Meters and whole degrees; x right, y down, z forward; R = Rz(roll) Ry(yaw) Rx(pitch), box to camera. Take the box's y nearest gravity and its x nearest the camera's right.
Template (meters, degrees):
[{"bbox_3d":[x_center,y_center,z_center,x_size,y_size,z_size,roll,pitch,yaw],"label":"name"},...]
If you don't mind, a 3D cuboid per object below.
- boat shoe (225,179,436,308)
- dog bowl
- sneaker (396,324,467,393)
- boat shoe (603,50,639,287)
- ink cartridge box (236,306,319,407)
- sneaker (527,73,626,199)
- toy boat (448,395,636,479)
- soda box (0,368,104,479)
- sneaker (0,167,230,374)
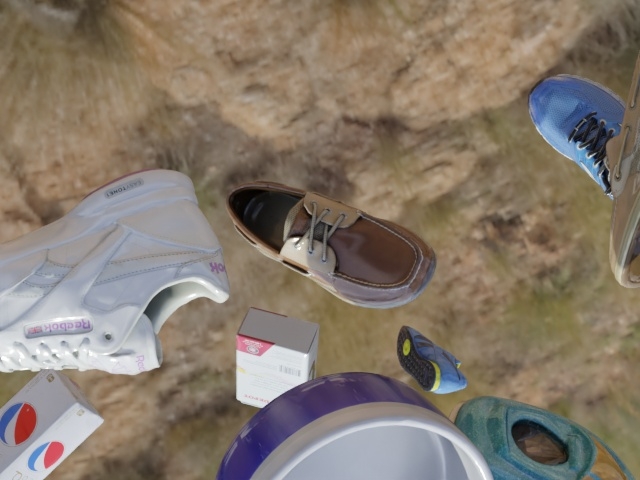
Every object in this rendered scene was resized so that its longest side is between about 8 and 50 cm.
[{"bbox_3d":[0.000,0.000,1.555,0.116,0.324,0.123,29,81,-50],"label":"boat shoe"},{"bbox_3d":[0.031,0.265,1.174,0.265,0.104,0.265,-7,112,-18],"label":"dog bowl"},{"bbox_3d":[0.207,0.225,2.271,0.082,0.209,0.069,5,110,-22],"label":"sneaker"},{"bbox_3d":[0.435,-0.105,1.582,0.121,0.110,0.341,-3,115,-35],"label":"boat shoe"},{"bbox_3d":[-0.075,0.210,2.078,0.127,0.072,0.175,14,135,9],"label":"ink cartridge box"},{"bbox_3d":[0.456,-0.137,1.850,0.130,0.330,0.147,-51,174,11],"label":"sneaker"},{"bbox_3d":[0.275,0.312,1.408,0.267,0.318,0.148,19,127,-13],"label":"toy boat"},{"bbox_3d":[-0.363,0.252,1.425,0.216,0.074,0.069,-44,146,-3],"label":"soda box"},{"bbox_3d":[-0.217,0.062,0.993,0.305,0.152,0.114,-29,164,-5],"label":"sneaker"}]
